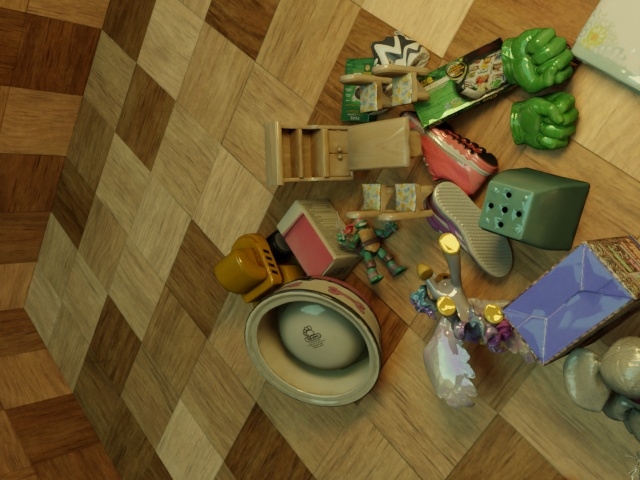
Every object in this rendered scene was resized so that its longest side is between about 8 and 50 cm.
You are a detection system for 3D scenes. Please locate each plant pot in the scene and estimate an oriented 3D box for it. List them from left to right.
[{"bbox_3d":[0.466,-0.070,1.399,0.165,0.234,0.166,23,109,38],"label":"plant pot"}]

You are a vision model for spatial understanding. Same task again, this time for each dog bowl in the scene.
[{"bbox_3d":[-0.006,0.280,1.803,0.408,0.150,0.408,9,121,16],"label":"dog bowl"}]

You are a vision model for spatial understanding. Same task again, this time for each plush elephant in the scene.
[{"bbox_3d":[0.636,0.270,1.192,0.272,0.330,0.255,-14,104,48],"label":"plush elephant"}]

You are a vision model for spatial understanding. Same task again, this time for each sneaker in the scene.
[{"bbox_3d":[0.177,-0.477,1.723,0.235,0.094,0.153,-52,59,31],"label":"sneaker"},{"bbox_3d":[0.303,-0.229,1.613,0.314,0.116,0.136,44,121,30],"label":"sneaker"},{"bbox_3d":[0.372,-0.022,1.597,0.282,0.102,0.161,54,165,2],"label":"sneaker"}]

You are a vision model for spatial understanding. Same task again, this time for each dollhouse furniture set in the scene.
[{"bbox_3d":[0.064,-0.236,1.590,0.394,0.256,0.362,5,99,55],"label":"dollhouse furniture set"}]

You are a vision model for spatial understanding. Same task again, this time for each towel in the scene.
[{"bbox_3d":[0.738,-0.432,1.233,0.374,0.090,0.321,44,117,30],"label":"towel"}]

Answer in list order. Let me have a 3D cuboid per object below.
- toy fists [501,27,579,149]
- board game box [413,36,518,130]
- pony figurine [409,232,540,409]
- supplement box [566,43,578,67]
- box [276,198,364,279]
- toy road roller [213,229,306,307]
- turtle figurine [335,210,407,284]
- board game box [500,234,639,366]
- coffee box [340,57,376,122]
[{"bbox_3d":[0.499,-0.337,1.400,0.142,0.096,0.279,3,116,39],"label":"toy fists"},{"bbox_3d":[0.351,-0.387,1.537,0.259,0.030,0.136,-24,72,14],"label":"board game box"},{"bbox_3d":[0.349,0.184,1.474,0.302,0.363,0.351,-29,68,1],"label":"pony figurine"},{"bbox_3d":[0.542,-0.411,1.434,0.083,0.043,0.055,-29,75,40],"label":"supplement box"},{"bbox_3d":[0.000,0.000,1.878,0.127,0.148,0.232,-51,61,33],"label":"box"},{"bbox_3d":[-0.196,0.135,2.000,0.202,0.240,0.330,-36,70,38],"label":"toy road roller"},{"bbox_3d":[0.145,0.003,1.777,0.175,0.118,0.234,-25,74,-2],"label":"turtle figurine"},{"bbox_3d":[0.560,0.118,1.290,0.232,0.291,0.141,-49,61,32],"label":"board game box"},{"bbox_3d":[0.119,-0.438,1.811,0.113,0.040,0.184,12,100,41],"label":"coffee box"}]
